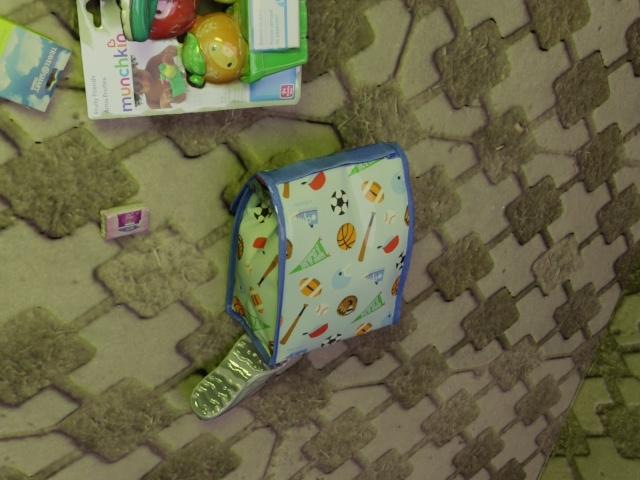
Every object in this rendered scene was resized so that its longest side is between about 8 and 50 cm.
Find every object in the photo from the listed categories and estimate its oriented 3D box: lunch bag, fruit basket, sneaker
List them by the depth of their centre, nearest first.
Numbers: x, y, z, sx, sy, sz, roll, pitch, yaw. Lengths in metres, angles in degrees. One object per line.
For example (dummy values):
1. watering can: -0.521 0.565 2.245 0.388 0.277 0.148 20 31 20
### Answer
1. sneaker: -0.206 -0.401 1.161 0.110 0.107 0.275 21 94 -9
2. fruit basket: -0.191 -0.357 1.291 0.353 0.165 0.327 -9 110 -26
3. lunch bag: 0.000 0.000 1.637 0.328 0.239 0.385 -17 133 -31
4. sneaker: -0.167 0.276 1.783 0.281 0.105 0.115 -35 167 -26

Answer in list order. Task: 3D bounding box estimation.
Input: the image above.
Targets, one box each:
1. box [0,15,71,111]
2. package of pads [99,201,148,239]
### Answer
1. box: -0.462 -0.264 1.206 0.178 0.042 0.109 18 103 -46
2. package of pads: -0.342 -0.035 1.460 0.083 0.032 0.050 -15 125 -34
